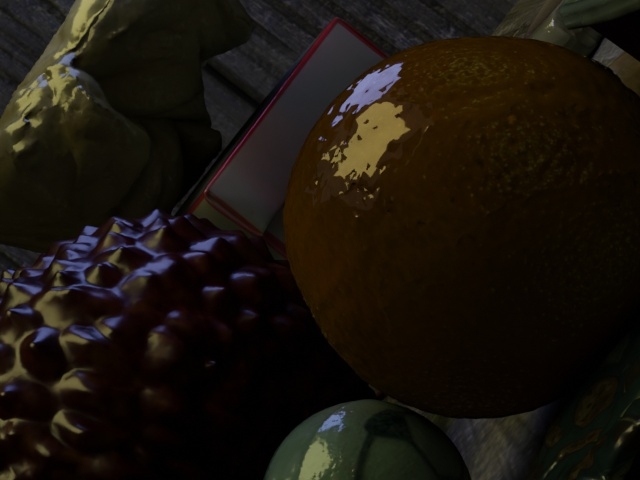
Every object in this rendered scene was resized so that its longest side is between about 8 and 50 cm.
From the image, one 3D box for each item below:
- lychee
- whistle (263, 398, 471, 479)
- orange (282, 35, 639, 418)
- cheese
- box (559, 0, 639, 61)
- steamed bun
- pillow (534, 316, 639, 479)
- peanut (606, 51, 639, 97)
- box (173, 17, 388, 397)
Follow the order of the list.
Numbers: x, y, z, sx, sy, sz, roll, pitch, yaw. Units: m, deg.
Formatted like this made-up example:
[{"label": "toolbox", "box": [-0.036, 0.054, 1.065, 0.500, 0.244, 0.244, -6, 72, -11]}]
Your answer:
[{"label": "lychee", "box": [-0.137, 0.182, 1.382, 0.500, 0.424, 0.424, 6, 45, 31]}, {"label": "whistle", "box": [0.009, 0.185, 1.122, 0.290, 0.163, 0.163, 5, -48, -49]}, {"label": "orange", "box": [0.113, -0.012, 1.144, 0.274, 0.274, 0.274, -52, 5, 6]}, {"label": "cheese", "box": [0.307, -0.253, 2.144, 0.286, 0.082, 0.163, -57, 5, -13]}, {"label": "box", "box": [0.306, -0.189, 1.171, 0.193, 0.167, 0.294, -51, 5, 1]}, {"label": "steamed bun", "box": [-0.230, -0.130, 1.833, 0.372, 0.230, 0.325, -56, 7, -14]}, {"label": "pillow", "box": [0.213, 0.060, 0.985, 0.255, 0.034, 0.189, -50, 0, 15]}, {"label": "peanut", "box": [0.297, -0.146, 1.427, 0.228, 0.086, 0.104, -51, 2, 2]}, {"label": "box", "box": [0.000, 0.000, 1.893, 0.314, 0.300, 0.312, -56, 6, -36]}]
